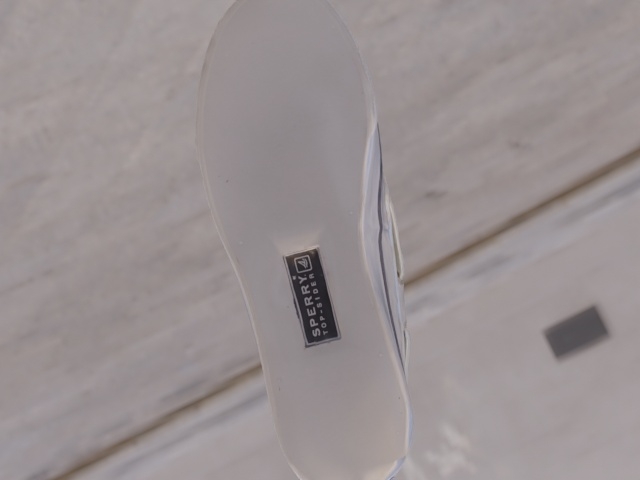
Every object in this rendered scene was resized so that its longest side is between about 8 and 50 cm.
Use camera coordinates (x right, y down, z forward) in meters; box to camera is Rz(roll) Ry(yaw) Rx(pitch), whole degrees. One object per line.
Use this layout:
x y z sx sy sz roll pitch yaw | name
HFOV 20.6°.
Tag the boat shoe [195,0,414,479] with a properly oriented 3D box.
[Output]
0.000 0.000 0.930 0.096 0.267 0.088 -15 177 3 | boat shoe
